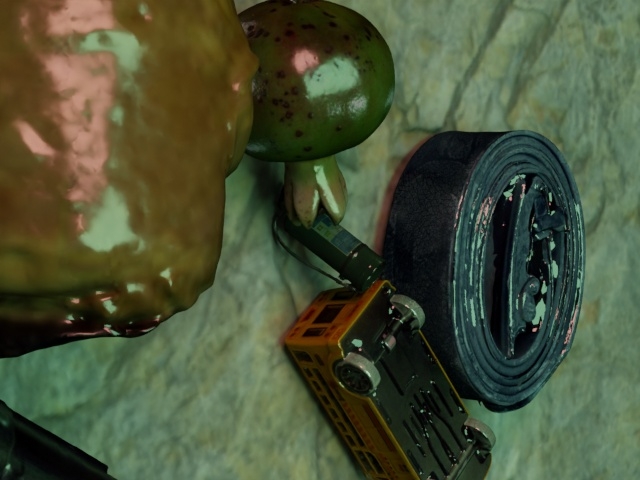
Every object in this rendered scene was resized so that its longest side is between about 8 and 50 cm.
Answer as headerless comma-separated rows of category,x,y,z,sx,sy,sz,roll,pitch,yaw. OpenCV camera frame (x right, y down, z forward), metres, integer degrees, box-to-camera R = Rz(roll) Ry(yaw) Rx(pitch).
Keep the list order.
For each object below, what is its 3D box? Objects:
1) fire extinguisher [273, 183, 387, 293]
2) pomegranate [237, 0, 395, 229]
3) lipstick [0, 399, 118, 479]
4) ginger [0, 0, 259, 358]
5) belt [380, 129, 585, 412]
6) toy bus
fire extinguisher,0.000,0.000,1.067,0.038,0.083,0.025,-51,167,2
pomegranate,-0.010,-0.077,1.018,0.114,0.114,0.142,-23,115,-39
lipstick,-0.191,0.107,0.882,0.300,0.081,0.081,35,69,-37
ginger,-0.137,-0.091,0.797,0.200,0.269,0.223,-15,112,-12
belt,0.113,0.021,1.150,0.141,0.082,0.190,9,86,-44
toy bus,0.047,0.107,1.102,0.069,0.074,0.162,-51,121,-37
